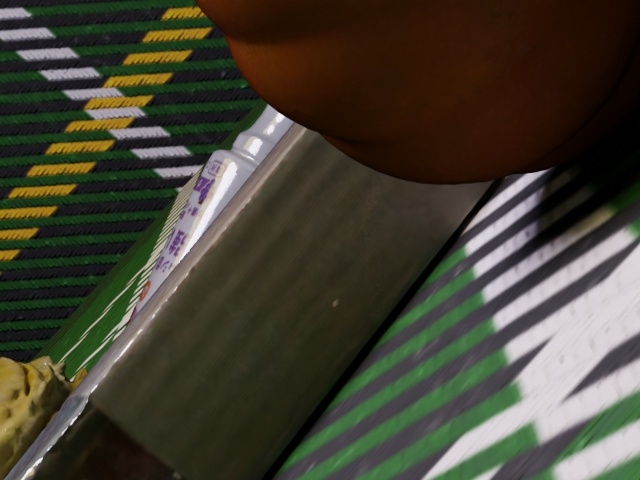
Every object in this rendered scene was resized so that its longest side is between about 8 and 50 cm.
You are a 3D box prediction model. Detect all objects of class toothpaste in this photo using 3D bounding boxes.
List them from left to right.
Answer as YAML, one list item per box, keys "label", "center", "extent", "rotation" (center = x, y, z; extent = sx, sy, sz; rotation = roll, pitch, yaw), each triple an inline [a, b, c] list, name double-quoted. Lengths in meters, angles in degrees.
- label: "toothpaste"
  center: [-0.085, 0.042, 1.185]
  extent: [0.299, 0.073, 0.114]
  rotation: [-57, 7, -2]

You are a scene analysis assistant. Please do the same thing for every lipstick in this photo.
- label: "lipstick"
  center: [0.000, 0.000, 0.802]
  extent: [0.371, 0.080, 0.076]
  rotation: [-51, 6, -16]

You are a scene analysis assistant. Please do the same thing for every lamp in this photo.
- label: "lamp"
  center: [0.044, -0.129, 0.667]
  extent: [0.196, 0.223, 0.223]
  rotation: [-12, 30, 38]

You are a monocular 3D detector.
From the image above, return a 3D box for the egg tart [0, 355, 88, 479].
- label: "egg tart"
  center: [-0.184, 0.161, 0.976]
  extent: [0.241, 0.106, 0.241]
  rotation: [-50, 9, 11]
